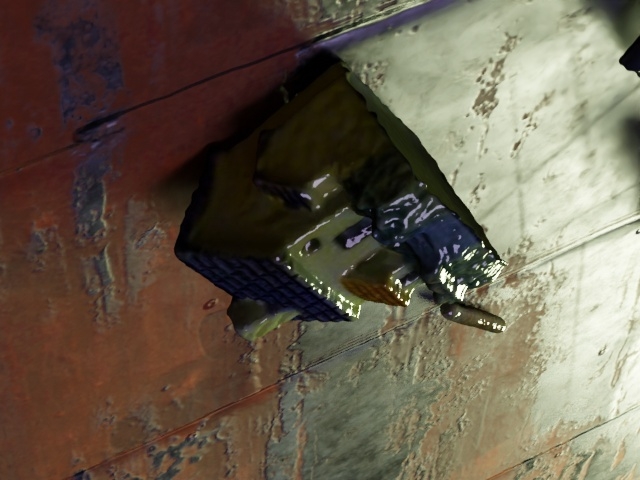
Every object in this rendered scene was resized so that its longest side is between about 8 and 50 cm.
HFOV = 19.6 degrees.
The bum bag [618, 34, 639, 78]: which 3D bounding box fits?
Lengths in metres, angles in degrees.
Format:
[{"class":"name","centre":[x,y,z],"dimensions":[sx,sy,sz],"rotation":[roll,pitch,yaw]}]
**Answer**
[{"class":"bum bag","centre":[0.395,-0.206,1.606],"dimensions":[0.310,0.074,0.137],"rotation":[-20,163,-9]}]

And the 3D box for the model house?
[{"class":"model house","centre":[0.000,0.000,1.436],"dimensions":[0.211,0.170,0.194],"rotation":[-36,154,8]}]

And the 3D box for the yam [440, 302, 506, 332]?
[{"class":"yam","centre":[0.154,0.078,1.869],"dimensions":[0.021,0.021,0.116],"rotation":[-42,149,18]}]
